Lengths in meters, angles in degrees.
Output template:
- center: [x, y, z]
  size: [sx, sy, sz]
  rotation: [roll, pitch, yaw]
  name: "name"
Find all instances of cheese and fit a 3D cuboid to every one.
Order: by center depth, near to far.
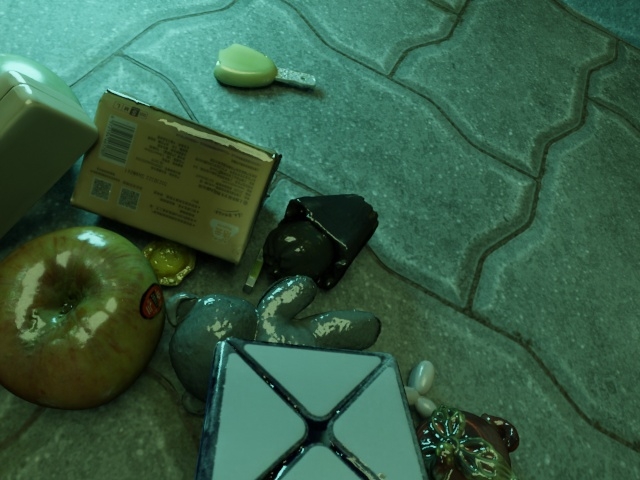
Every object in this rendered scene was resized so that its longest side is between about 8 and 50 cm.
- center: [-0.135, -0.426, 1.130]
  size: [0.256, 0.050, 0.127]
  rotation: [7, 57, -14]
  name: "cheese"

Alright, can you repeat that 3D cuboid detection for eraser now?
- center: [-0.123, 0.057, 0.850]
  size: [0.019, 0.038, 0.083]
  rotation: [23, 57, -8]
  name: "eraser"

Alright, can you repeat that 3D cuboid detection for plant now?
- center: [0.000, 0.000, 0.863]
  size: [0.256, 0.141, 0.164]
  rotation: [-29, 71, -40]
  name: "plant"

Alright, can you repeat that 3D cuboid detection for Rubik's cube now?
- center: [-0.028, 0.306, 0.564]
  size: [0.255, 0.259, 0.260]
  rotation: [8, 38, -10]
  name: "Rubik's cube"

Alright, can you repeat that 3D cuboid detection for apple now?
- center: [-0.354, 0.111, 0.659]
  size: [0.261, 0.194, 0.260]
  rotation: [6, 61, -11]
  name: "apple"

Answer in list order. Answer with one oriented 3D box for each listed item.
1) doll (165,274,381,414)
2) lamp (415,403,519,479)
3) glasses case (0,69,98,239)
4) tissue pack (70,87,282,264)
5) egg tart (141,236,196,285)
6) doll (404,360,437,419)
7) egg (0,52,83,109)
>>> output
- center: [-0.075, 0.179, 0.740]
  size: [0.341, 0.158, 0.245]
  rotation: [-1, 95, -20]
  name: "doll"
- center: [0.219, 0.338, 0.700]
  size: [0.151, 0.223, 0.215]
  rotation: [31, 65, 26]
  name: "lamp"
- center: [-0.502, -0.091, 0.674]
  size: [0.336, 0.144, 0.076]
  rotation: [-43, 77, 5]
  name: "glasses case"
- center: [-0.246, -0.117, 0.841]
  size: [0.306, 0.238, 0.238]
  rotation: [20, 57, -3]
  name: "tissue pack"
- center: [-0.277, 0.040, 0.815]
  size: [0.105, 0.039, 0.105]
  rotation: [7, 58, -12]
  name: "egg tart"
- center: [0.132, 0.287, 0.775]
  size: [0.161, 0.059, 0.160]
  rotation: [5, 58, -14]
  name: "doll"
- center: [-0.533, -0.224, 0.810]
  size: [0.253, 0.186, 0.186]
  rotation: [43, 58, 15]
  name: "egg"
